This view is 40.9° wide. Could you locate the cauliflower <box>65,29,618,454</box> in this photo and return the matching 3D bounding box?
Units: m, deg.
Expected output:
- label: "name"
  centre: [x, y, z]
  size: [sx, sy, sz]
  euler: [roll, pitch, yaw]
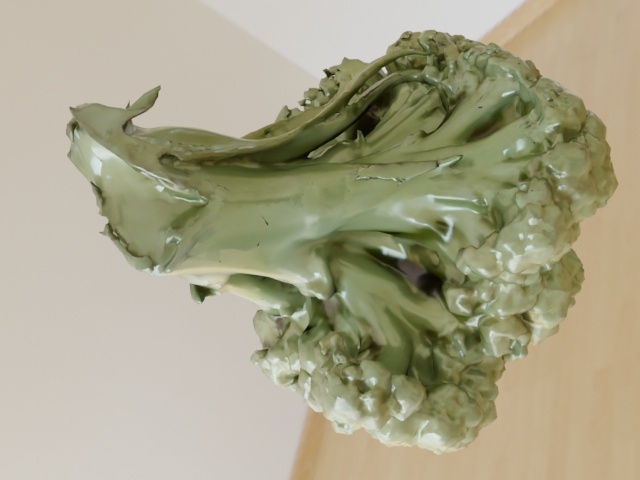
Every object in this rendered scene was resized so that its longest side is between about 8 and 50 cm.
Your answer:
- label: "cauliflower"
  centre: [0.020, 0.012, 0.533]
  size: [0.281, 0.260, 0.327]
  euler: [-24, -14, -32]
